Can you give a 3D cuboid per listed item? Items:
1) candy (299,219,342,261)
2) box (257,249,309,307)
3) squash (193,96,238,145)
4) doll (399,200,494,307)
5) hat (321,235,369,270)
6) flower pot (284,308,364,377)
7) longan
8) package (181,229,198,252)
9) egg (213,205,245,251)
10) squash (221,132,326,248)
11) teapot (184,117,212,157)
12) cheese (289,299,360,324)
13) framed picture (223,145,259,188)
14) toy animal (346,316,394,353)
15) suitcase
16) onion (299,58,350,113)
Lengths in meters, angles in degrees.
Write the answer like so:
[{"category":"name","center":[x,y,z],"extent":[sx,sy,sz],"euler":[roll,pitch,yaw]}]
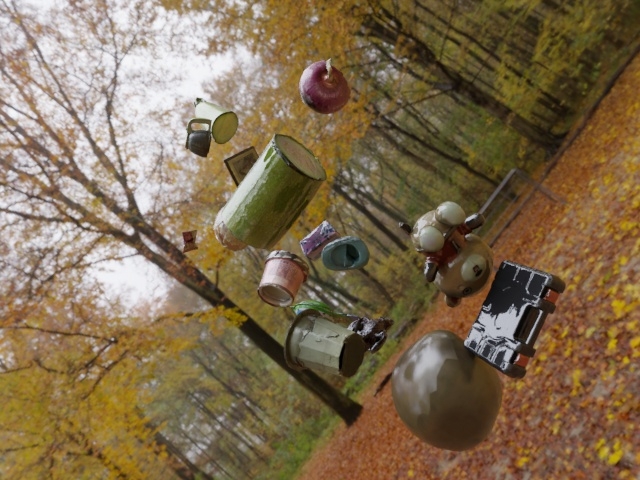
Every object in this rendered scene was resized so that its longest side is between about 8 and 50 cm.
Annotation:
[{"category":"candy","center":[0.000,0.000,1.980],"extent":[0.160,0.092,0.073],"euler":[-39,-44,10]},{"category":"box","center":[-0.124,0.130,1.572],"extent":[0.151,0.151,0.135],"euler":[112,178,-54]},{"category":"squash","center":[-0.408,-0.458,1.855],"extent":[0.137,0.287,0.137],"euler":[-19,-54,-28]},{"category":"doll","center":[0.370,0.034,1.399],"extent":[0.235,0.330,0.174],"euler":[-49,28,-11]},{"category":"hat","center":[0.101,0.048,1.901],"extent":[0.078,0.190,0.138],"euler":[-64,-39,-65]},{"category":"flower pot","center":[0.019,0.339,1.569],"extent":[0.212,0.202,0.213],"euler":[-11,-75,-49]},{"category":"longan","center":[0.391,0.463,1.536],"extent":[0.335,0.405,0.404],"euler":[-12,-8,7]},{"category":"package","center":[-0.462,0.003,1.730],"extent":[0.059,0.029,0.084],"euler":[-16,-57,-34]},{"category":"egg","center":[-0.405,-0.064,2.292],"extent":[0.194,0.234,0.195],"euler":[-15,-16,-4]},{"category":"squash","center":[-0.172,-0.180,1.852],"extent":[0.384,0.263,0.263],"euler":[-50,-9,27]},{"category":"teapot","center":[-0.418,-0.350,1.667],"extent":[0.092,0.090,0.124],"euler":[161,118,-72]},{"category":"cheese","center":[0.022,0.319,2.063],"extent":[0.204,0.320,0.083],"euler":[64,-141,-53]},{"category":"framed picture","center":[-0.361,-0.347,2.426],"extent":[0.195,0.200,0.010],"euler":[-35,18,-31]},{"category":"toy animal","center":[0.186,0.349,1.792],"extent":[0.179,0.116,0.218],"euler":[-13,13,-23]},{"category":"suitcase","center":[0.516,0.205,1.319],"extent":[0.286,0.066,0.206],"euler":[-66,21,2]},{"category":"onion","center":[0.008,-0.614,1.997],"extent":[0.200,0.207,0.201],"euler":[-29,36,23]}]
